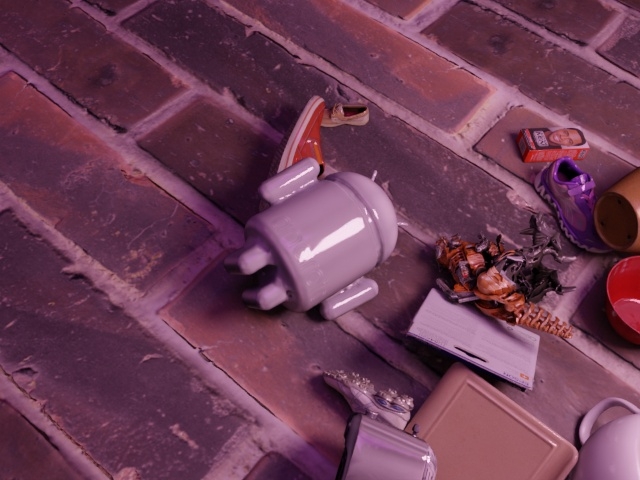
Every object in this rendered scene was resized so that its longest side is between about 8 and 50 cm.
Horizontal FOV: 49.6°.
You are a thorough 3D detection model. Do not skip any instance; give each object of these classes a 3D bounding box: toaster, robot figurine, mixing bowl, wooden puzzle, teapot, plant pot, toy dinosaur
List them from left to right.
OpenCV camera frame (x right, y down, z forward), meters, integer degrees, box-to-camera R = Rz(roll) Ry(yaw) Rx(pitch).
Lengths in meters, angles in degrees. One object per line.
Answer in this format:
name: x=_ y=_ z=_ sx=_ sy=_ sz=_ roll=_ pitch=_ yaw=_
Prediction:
robot figurine: x=0.000 y=0.000 z=1.296 sx=0.354 sy=0.200 sz=0.299 roll=-31 pitch=104 yaw=-21
toaster: x=0.088 y=0.385 z=1.069 sx=0.147 sy=0.129 sz=0.226 roll=16 pitch=80 yaw=4
wooden puzzle: x=0.253 y=0.352 z=1.121 sx=0.239 sy=0.044 sz=0.221 roll=36 pitch=94 yaw=21
toy dinosaur: x=0.348 y=0.081 z=1.294 sx=0.218 sy=0.164 sz=0.322 roll=-25 pitch=60 yaw=-14
teapot: x=0.476 y=0.397 z=1.077 sx=0.256 sy=0.187 sz=0.252 roll=-15 pitch=75 yaw=-44
mixing bowl: x=0.612 y=0.130 z=1.307 sx=0.182 sy=0.098 sz=0.181 roll=2 pitch=55 yaw=-3
plant pot: x=0.670 y=-0.064 z=1.341 sx=0.254 sy=0.237 sz=0.237 roll=-13 pitch=58 yaw=-20

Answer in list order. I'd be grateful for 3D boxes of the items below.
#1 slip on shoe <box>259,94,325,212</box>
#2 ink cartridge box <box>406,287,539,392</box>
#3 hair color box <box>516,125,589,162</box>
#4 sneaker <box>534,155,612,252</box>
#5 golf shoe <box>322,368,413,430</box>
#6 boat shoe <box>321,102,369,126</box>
slip on shoe: x=-0.040 y=-0.173 z=1.474 sx=0.101 sy=0.123 sz=0.331 roll=25 pitch=55 yaw=-15
ink cartridge box: x=0.267 y=0.181 z=1.216 sx=0.223 sy=0.045 sz=0.224 roll=25 pitch=22 yaw=13
hair color box: x=0.525 y=-0.218 z=1.570 sx=0.141 sy=0.043 sz=0.072 roll=-4 pitch=55 yaw=-7
sneaker: x=0.541 y=-0.082 z=1.444 sx=0.095 sy=0.104 sz=0.236 roll=-19 pitch=60 yaw=-17
golf shoe: x=0.070 y=0.281 z=1.192 sx=0.176 sy=0.069 sz=0.086 roll=20 pitch=96 yaw=34
boat shoe: x=0.045 y=-0.292 z=1.589 sx=0.135 sy=0.045 sz=0.050 roll=-4 pitch=56 yaw=-6
